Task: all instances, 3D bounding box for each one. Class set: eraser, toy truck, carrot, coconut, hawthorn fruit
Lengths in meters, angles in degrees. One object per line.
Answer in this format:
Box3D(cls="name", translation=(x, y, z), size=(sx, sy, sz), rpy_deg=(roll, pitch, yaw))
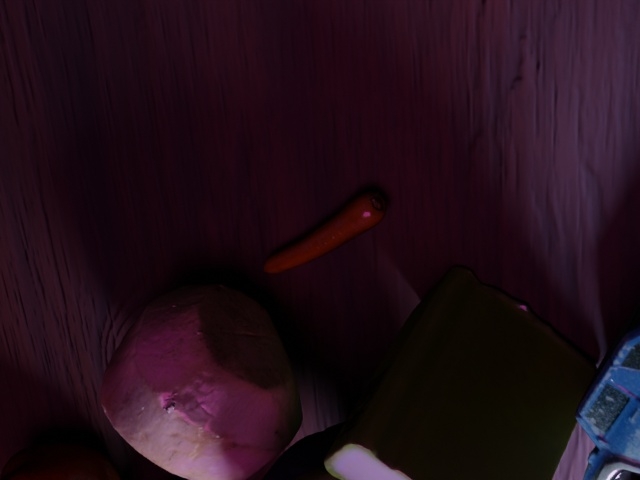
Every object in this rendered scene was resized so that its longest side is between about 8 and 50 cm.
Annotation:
Box3D(cls="eraser", translation=(0.150, 0.180, 1.559), size=(0.210, 0.274, 0.092), rpy_deg=(37, 139, -6))
Box3D(cls="toy truck", translation=(0.355, 0.161, 1.540), size=(0.156, 0.155, 0.279), rpy_deg=(31, 132, 9))
Box3D(cls="carrot", translation=(0.000, 0.000, 1.629), size=(0.037, 0.037, 0.190), rpy_deg=(45, 130, -15))
Box3D(cls="coconut", translation=(-0.132, 0.173, 1.712), size=(0.236, 0.197, 0.237), rpy_deg=(7, 128, 10))
Box3D(cls="hawthorn fruit", translation=(-0.322, 0.335, 1.942), size=(0.188, 0.169, 0.169), rpy_deg=(-15, 119, 30))

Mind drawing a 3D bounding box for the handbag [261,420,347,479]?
Box3D(cls="handbag", translation=(0.033, 0.340, 1.636), size=(0.222, 0.241, 0.263), rpy_deg=(-34, 89, 13))
